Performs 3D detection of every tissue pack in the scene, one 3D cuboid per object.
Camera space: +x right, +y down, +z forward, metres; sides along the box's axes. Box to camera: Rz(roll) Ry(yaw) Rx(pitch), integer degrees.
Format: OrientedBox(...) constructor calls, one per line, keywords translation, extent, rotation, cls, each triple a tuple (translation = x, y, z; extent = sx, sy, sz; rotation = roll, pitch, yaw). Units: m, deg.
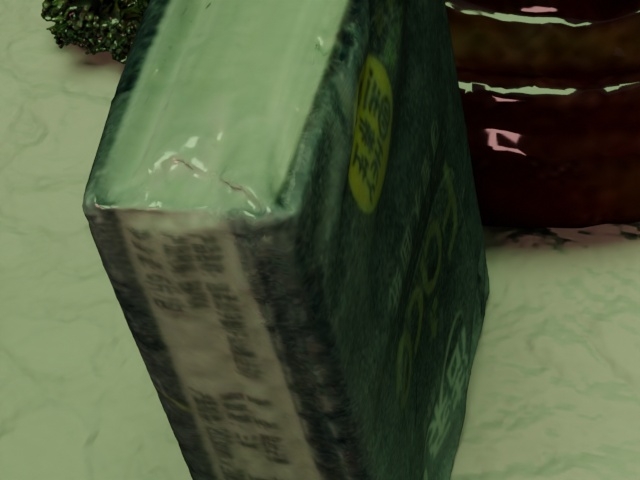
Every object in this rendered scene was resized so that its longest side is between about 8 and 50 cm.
OrientedBox(translation=(0.000, 0.000, 0.628), extent=(0.081, 0.257, 0.185), rotation=(5, 53, 17), cls="tissue pack")

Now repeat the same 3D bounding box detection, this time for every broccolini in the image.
OrientedBox(translation=(-0.079, -0.184, 0.953), extent=(0.057, 0.071, 0.254), rotation=(-29, 26, 43), cls="broccolini")

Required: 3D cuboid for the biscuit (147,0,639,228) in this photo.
OrientedBox(translation=(0.105, -0.183, 0.853), extent=(0.407, 0.091, 0.407), rotation=(-2, 51, 3), cls="biscuit")
